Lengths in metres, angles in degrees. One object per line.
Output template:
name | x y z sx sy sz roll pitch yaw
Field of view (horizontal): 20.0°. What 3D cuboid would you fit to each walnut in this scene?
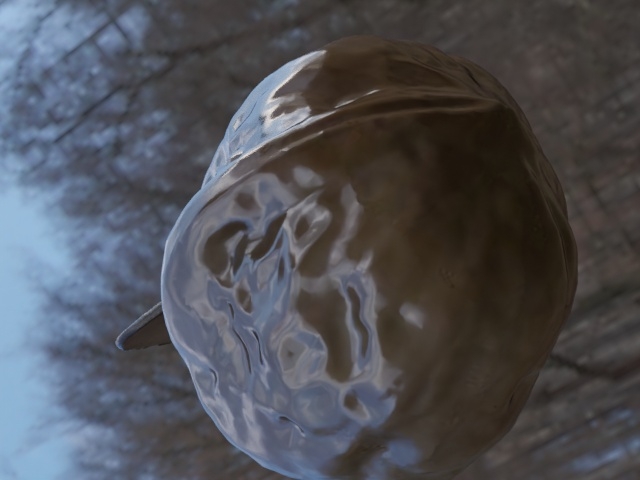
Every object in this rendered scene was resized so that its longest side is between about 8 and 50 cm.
walnut | 0.030 0.013 1.076 0.227 0.273 0.273 29 -145 -6

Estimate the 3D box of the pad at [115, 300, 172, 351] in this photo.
pad | 0.000 0.000 1.435 0.018 0.286 0.284 58 -157 11
